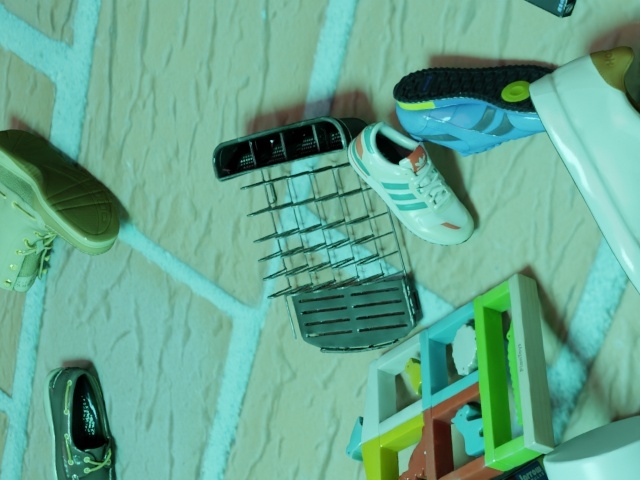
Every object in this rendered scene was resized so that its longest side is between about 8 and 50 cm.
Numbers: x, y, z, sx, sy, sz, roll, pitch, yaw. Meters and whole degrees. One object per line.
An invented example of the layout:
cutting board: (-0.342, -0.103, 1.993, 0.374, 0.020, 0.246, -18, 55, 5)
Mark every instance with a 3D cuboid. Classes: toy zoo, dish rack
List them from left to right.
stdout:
dish rack: (0.000, 0.000, 1.563, 0.208, 0.074, 0.272, -10, 97, 44)
toy zoo: (0.126, 0.180, 1.464, 0.293, 0.030, 0.192, -37, 43, 42)

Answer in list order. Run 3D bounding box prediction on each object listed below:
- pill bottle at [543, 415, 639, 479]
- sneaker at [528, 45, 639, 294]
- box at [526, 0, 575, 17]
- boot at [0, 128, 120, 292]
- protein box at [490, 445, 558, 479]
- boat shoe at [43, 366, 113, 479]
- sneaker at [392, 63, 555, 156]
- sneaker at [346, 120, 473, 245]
pill bottle: (0.323, 0.318, 1.313, 0.160, 0.160, 0.283, -20, 90, 44)
sneaker: (0.308, -0.041, 1.251, 0.123, 0.106, 0.290, -28, 98, 14)
box: (0.220, -0.263, 1.314, 0.067, 0.018, 0.083, 34, 124, 29)
boot: (-0.379, -0.006, 1.889, 0.262, 0.095, 0.204, 37, 125, 30)
protein box: (0.194, 0.356, 1.458, 0.201, 0.136, 0.200, -36, 78, 43)
boat shoe: (-0.335, 0.291, 1.956, 0.068, 0.081, 0.228, -10, 95, 48)
sneaker: (0.173, -0.125, 1.381, 0.209, 0.069, 0.082, 5, 136, 34)
sneaker: (0.099, -0.060, 1.430, 0.161, 0.057, 0.075, 44, 157, 2)
